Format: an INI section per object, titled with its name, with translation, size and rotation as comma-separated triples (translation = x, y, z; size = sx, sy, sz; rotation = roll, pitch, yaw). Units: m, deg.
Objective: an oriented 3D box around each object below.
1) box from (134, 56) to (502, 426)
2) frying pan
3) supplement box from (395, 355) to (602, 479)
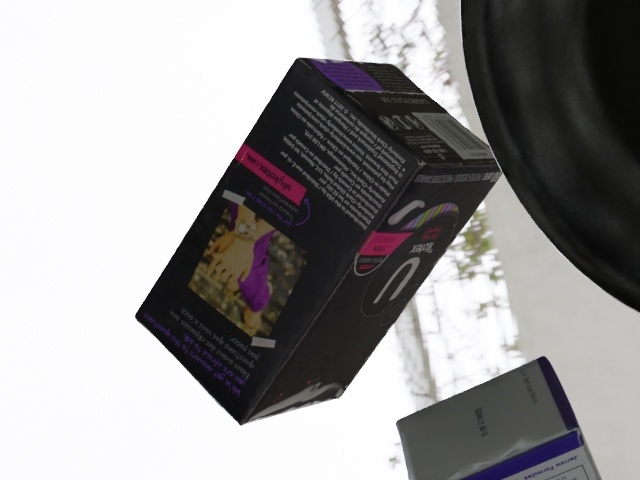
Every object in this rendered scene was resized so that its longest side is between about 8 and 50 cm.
[box]
translation = 0.000, 0.000, 1.290
size = 0.143, 0.165, 0.270
rotation = 43, -67, 22
[frying pan]
translation = 0.164, -0.074, 0.485
size = 0.053, 0.326, 0.197
rotation = -26, -87, -36
[supplement box]
translation = 0.142, 0.205, 0.996
size = 0.114, 0.111, 0.220
rotation = -24, -72, 6
